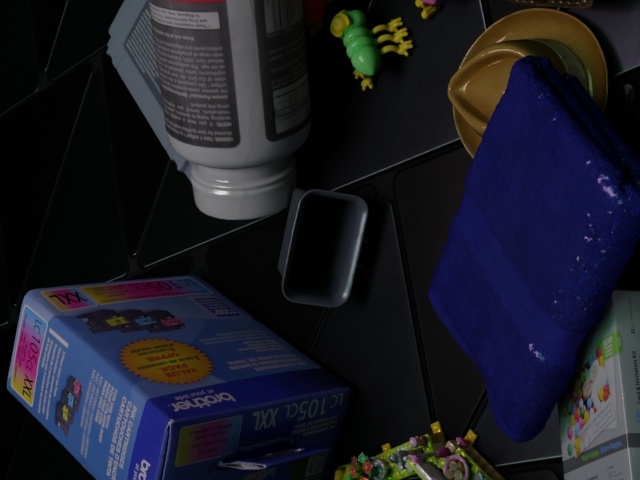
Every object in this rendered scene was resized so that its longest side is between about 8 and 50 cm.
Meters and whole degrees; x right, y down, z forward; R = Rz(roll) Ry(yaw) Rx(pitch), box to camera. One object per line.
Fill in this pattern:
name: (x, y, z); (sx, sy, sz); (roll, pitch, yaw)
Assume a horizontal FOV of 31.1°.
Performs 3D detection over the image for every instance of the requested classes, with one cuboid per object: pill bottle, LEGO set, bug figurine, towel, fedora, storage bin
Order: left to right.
pill bottle: (-0.102, -0.193, 1.354); (0.176, 0.176, 0.319); (25, 129, 43)
storage bin: (0.000, 0.000, 1.363); (0.091, 0.098, 0.135); (-136, 56, -69)
bug figurine: (0.058, -0.312, 1.315); (0.279, 0.072, 0.216); (-44, 60, 35)
LEGO set: (0.101, 0.264, 1.231); (0.287, 0.107, 0.132); (16, 100, 44)
fedora: (0.194, -0.150, 1.166); (0.194, 0.079, 0.194); (-2, 87, 46)
towel: (0.206, 0.008, 1.083); (0.228, 0.076, 0.308); (-116, 31, -43)

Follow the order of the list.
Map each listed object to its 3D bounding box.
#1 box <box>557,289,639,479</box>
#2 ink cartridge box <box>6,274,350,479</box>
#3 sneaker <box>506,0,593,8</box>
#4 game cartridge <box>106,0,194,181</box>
box: (0.260, 0.154, 1.048); (0.145, 0.038, 0.186); (119, 153, -67)
ink cartridge box: (-0.157, 0.193, 1.380); (0.395, 0.270, 0.151); (33, 117, 41)
sneaker: (0.225, -0.287, 1.159); (0.086, 0.064, 0.192); (-57, 35, -4)
game cartridge: (-0.187, -0.249, 1.578); (0.198, 0.062, 0.297); (-51, 56, 27)
